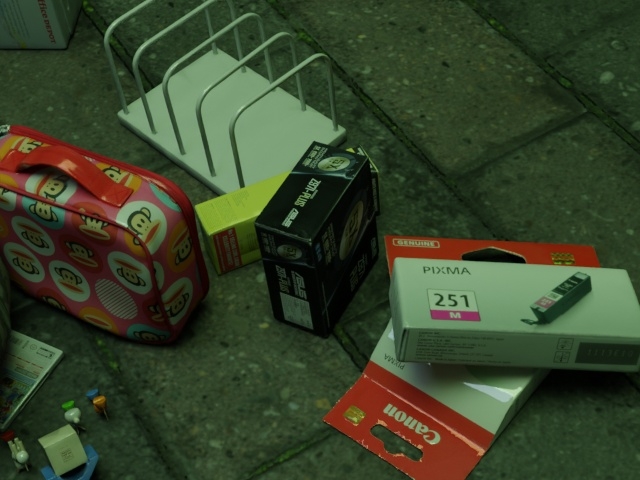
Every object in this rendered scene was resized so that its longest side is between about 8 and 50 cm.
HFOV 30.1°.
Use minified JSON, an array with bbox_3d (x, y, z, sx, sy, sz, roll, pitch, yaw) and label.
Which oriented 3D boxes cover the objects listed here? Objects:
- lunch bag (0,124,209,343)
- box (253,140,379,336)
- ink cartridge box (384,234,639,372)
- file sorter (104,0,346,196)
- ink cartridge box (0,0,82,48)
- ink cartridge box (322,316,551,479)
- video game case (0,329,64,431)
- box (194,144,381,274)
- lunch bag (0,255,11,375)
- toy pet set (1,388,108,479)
[{"bbox_3d":[-0.285,-0.017,1.416,0.293,0.258,0.120,20,54,21],"label":"lunch bag"},{"bbox_3d":[0.000,0.000,1.422,0.078,0.180,0.147,18,53,22],"label":"box"},{"bbox_3d":[0.217,0.050,1.375,0.275,0.060,0.239,3,37,-4],"label":"ink cartridge box"},{"bbox_3d":[-0.134,-0.210,1.626,0.193,0.173,0.278,-39,56,-24],"label":"file sorter"},{"bbox_3d":[-0.475,-0.383,1.842,0.176,0.128,0.127,2,49,7],"label":"ink cartridge box"},{"bbox_3d":[0.137,0.158,1.356,0.181,0.056,0.225,29,56,28],"label":"ink cartridge box"},{"bbox_3d":[-0.379,0.166,1.431,0.087,0.011,0.122,20,54,21],"label":"video game case"},{"bbox_3d":[-0.039,-0.040,1.524,0.232,0.087,0.058,-20,50,-12],"label":"box"},{"bbox_3d":[-0.509,0.103,1.347,0.305,0.212,0.256,-14,45,0],"label":"lunch bag"},{"bbox_3d":[-0.284,0.235,1.345,0.122,0.065,0.114,-25,16,-19],"label":"toy pet set"}]
